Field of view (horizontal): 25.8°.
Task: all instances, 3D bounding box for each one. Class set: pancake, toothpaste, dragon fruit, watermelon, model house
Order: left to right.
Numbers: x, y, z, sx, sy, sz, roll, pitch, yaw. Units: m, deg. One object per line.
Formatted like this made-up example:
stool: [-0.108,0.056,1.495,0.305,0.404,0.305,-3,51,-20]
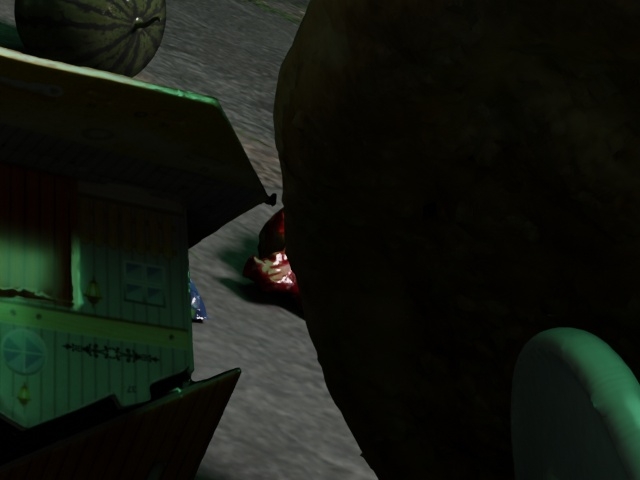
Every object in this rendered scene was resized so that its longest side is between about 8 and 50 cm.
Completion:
model house: [-0.135,0.042,0.462,0.219,0.207,0.136,13,60,-34]
watermelon: [-0.151,-0.156,0.963,0.105,0.105,0.133,6,9,-44]
toothpaste: [-0.083,0.015,0.753,0.027,0.019,0.083,31,15,-43]
dragon fruit: [0.002,-0.003,0.835,0.131,0.063,0.097,2,30,-48]
pancake: [0.124,0.047,0.447,0.382,0.382,0.071,35,52,23]

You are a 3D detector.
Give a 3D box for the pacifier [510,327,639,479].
pacifier: [0.057,0.171,0.337,0.233,0.244,0.299,-10,30,-7]
